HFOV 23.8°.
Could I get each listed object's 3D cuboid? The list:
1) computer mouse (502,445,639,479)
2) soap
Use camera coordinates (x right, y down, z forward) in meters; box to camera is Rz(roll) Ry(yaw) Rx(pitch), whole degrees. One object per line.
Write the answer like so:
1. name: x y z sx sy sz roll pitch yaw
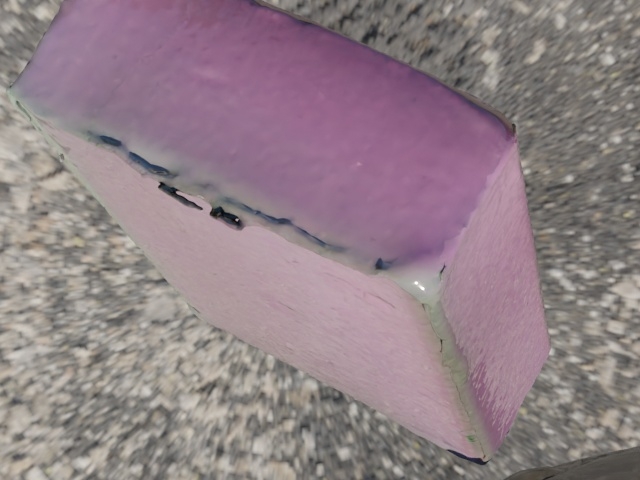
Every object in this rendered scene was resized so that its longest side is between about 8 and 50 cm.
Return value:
1. computer mouse: 0.061 0.198 0.745 0.323 0.183 0.116 -38 91 -14
2. soap: 0.001 -0.002 0.642 0.181 0.259 0.081 26 77 20
